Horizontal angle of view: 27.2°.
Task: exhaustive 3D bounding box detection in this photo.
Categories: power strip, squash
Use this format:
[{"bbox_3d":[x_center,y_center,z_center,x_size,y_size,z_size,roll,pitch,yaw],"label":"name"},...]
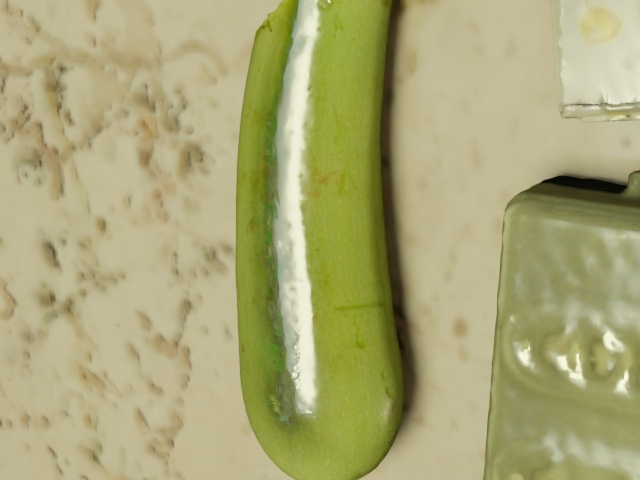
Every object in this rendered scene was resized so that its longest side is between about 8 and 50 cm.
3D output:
[{"bbox_3d":[0.130,0.094,0.600,0.105,0.070,0.257,9,105,26],"label":"power strip"},{"bbox_3d":[0.000,0.000,0.646,0.083,0.083,0.250,4,101,28],"label":"squash"}]

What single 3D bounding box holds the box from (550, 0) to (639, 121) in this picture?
[{"bbox_3d":[0.182,-0.222,0.496,0.200,0.065,0.343,-1,102,27],"label":"box"}]
